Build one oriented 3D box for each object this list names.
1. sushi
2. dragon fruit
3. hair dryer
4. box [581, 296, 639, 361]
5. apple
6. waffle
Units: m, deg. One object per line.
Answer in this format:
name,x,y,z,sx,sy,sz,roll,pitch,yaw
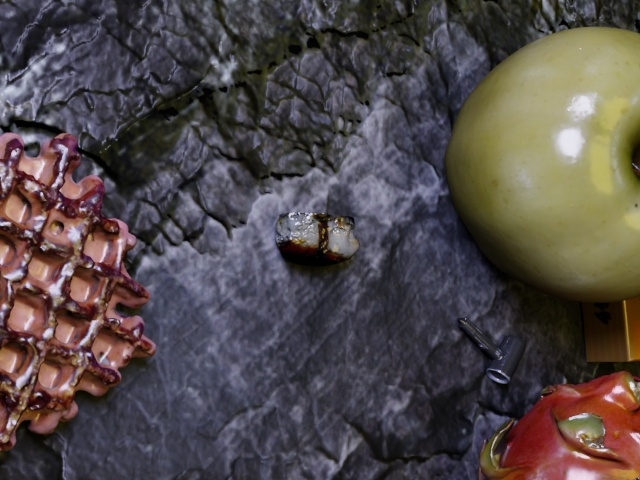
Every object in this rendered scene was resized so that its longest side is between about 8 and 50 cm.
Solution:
sushi,0.000,0.000,0.990,0.083,0.044,0.046,3,82,-34
dragon fruit,0.255,0.241,1.048,0.224,0.224,0.227,4,79,-35
hair dryer,0.169,0.103,1.117,0.083,0.026,0.047,40,61,-17
box,0.398,0.054,1.258,0.237,0.070,0.152,-3,86,-37
apple,0.246,-0.070,1.058,0.262,0.262,0.262,4,83,-35
waffle,-0.232,0.033,0.817,0.221,0.055,0.234,-29,107,-36
